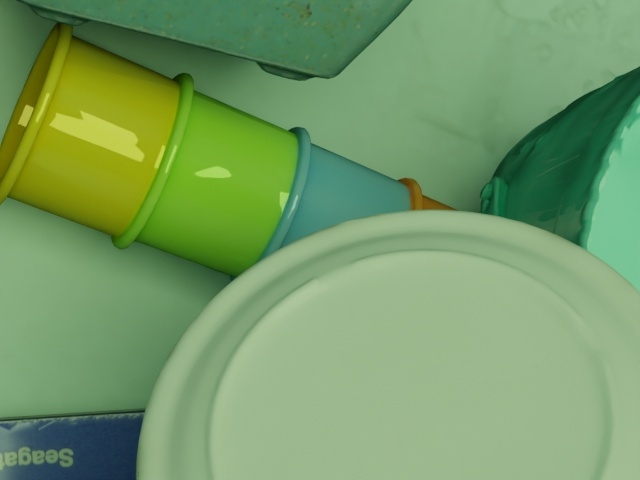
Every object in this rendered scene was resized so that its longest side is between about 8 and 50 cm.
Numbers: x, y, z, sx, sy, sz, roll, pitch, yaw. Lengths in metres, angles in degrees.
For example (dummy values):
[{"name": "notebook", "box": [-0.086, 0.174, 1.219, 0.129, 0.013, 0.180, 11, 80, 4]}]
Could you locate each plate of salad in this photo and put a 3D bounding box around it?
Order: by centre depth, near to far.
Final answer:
[{"name": "plate of salad", "box": [0.034, 0.075, 0.592, 0.200, 0.048, 0.199, -5, 53, 6]}]

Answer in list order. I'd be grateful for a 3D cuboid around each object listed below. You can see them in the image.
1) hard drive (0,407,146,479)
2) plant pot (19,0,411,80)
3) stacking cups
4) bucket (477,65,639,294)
[{"name": "hard drive", "box": [-0.102, 0.241, 0.786, 0.210, 0.040, 0.318, -2, 86, -18]}, {"name": "plant pot", "box": [-0.043, -0.213, 0.751, 0.247, 0.248, 0.252, 12, 100, -17]}, {"name": "stacking cups", "box": [0.000, 0.000, 0.815, 0.316, 0.096, 0.096, 24, 78, -15]}, {"name": "bucket", "box": [0.205, 0.032, 0.719, 0.281, 0.183, 0.281, 1, 82, -5]}]
